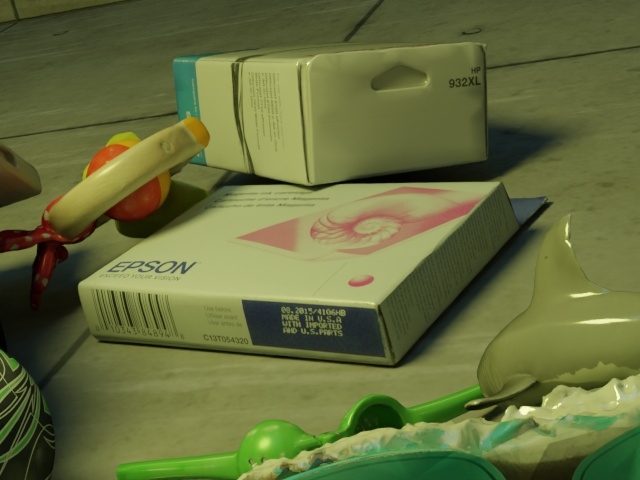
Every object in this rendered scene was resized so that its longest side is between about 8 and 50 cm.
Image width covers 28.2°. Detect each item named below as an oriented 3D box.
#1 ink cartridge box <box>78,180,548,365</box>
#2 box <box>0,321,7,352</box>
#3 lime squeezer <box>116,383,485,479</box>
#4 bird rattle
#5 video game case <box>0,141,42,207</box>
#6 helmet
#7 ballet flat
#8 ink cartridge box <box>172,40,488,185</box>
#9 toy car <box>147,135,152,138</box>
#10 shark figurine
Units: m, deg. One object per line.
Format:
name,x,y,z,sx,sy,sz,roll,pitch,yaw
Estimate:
ink cartridge box,0.000,0.000,1.189,0.324,0.071,0.330,1,27,33
box,-0.452,0.052,1.019,0.343,0.179,0.312,-17,-5,-10
lime squeezer,0.009,0.141,0.871,0.310,0.059,0.110,-15,-11,-1
bird rattle,-0.216,-0.050,1.265,0.253,0.143,0.207,-24,-10,-46
video game case,-0.461,-0.036,1.193,0.329,0.036,0.300,-19,-12,2
helmet,-0.257,0.142,0.846,0.161,0.169,0.169,-25,13,31
ballet flat,0.116,0.155,0.686,0.408,0.147,0.147,-12,21,-4
ink cartridge box,0.004,-0.146,1.385,0.223,0.129,0.307,-10,12,-28
toy car,-0.225,-0.107,1.628,0.060,0.041,0.122,-19,22,-14
shark figurine,0.185,0.036,0.759,0.278,0.116,0.166,-17,-14,34
